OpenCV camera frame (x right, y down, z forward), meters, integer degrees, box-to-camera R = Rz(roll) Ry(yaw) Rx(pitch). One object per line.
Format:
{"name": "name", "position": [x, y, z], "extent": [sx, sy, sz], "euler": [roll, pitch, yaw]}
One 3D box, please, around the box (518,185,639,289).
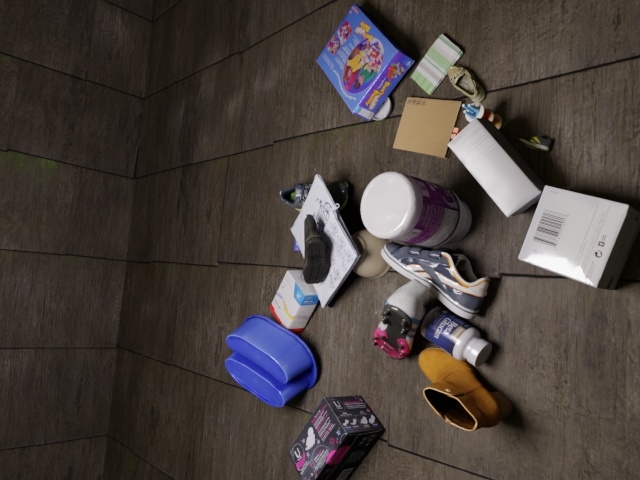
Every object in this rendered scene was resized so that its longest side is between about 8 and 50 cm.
{"name": "box", "position": [0.567, -0.007, 1.094], "extent": [0.182, 0.119, 0.180], "euler": [25, 102, 45]}

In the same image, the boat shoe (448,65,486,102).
{"name": "boat shoe", "position": [0.401, -0.442, 1.393], "extent": [0.056, 0.048, 0.152], "euler": [-46, 53, 31]}

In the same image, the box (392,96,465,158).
{"name": "box", "position": [0.316, -0.339, 1.484], "extent": [0.201, 0.021, 0.164], "euler": [23, 100, 46]}

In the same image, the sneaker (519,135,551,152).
{"name": "sneaker", "position": [0.535, -0.245, 1.238], "extent": [0.083, 0.031, 0.035], "euler": [35, 95, 39]}

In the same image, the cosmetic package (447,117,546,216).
{"name": "cosmetic package", "position": [0.435, -0.177, 1.215], "extent": [0.238, 0.127, 0.107], "euler": [52, 121, 15]}

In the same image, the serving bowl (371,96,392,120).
{"name": "serving bowl", "position": [0.200, -0.427, 1.615], "extent": [0.083, 0.027, 0.083], "euler": [-10, 76, 46]}

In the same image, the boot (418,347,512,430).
{"name": "boot", "position": [0.311, 0.356, 1.236], "extent": [0.295, 0.211, 0.104], "euler": [29, 104, 45]}

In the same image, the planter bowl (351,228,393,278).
{"name": "planter bowl", "position": [0.134, 0.037, 1.549], "extent": [0.162, 0.109, 0.161], "euler": [-9, 78, 45]}

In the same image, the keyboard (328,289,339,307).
{"name": "keyboard", "position": [0.038, 0.128, 1.700], "extent": [0.108, 0.023, 0.180], "euler": [34, 107, 37]}

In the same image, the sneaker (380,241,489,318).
{"name": "sneaker", "position": [0.312, 0.068, 1.349], "extent": [0.321, 0.126, 0.127], "euler": [37, 115, 32]}

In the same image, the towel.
{"name": "towel", "position": [0.346, -0.523, 1.489], "extent": [0.152, 0.023, 0.113], "euler": [-53, 48, 29]}

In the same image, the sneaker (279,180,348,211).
{"name": "sneaker", "position": [-0.024, -0.152, 1.737], "extent": [0.300, 0.121, 0.110], "euler": [-6, 79, 46]}

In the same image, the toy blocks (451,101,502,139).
{"name": "toy blocks", "position": [0.392, -0.300, 1.306], "extent": [0.123, 0.148, 0.054], "euler": [-46, 52, 31]}

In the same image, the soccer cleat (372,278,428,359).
{"name": "soccer cleat", "position": [0.230, 0.221, 1.367], "extent": [0.116, 0.143, 0.331], "euler": [36, 155, 18]}

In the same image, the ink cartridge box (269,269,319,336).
{"name": "ink cartridge box", "position": [-0.099, 0.233, 1.767], "extent": [0.134, 0.078, 0.230], "euler": [51, 127, 39]}

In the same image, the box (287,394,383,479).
{"name": "box", "position": [0.043, 0.605, 1.511], "extent": [0.247, 0.164, 0.142], "euler": [-60, 44, 21]}

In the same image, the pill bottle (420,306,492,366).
{"name": "pill bottle", "position": [0.352, 0.251, 1.294], "extent": [0.169, 0.094, 0.094], "euler": [32, 107, 42]}

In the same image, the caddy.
{"name": "caddy", "position": [-0.170, 0.407, 1.730], "extent": [0.342, 0.179, 0.241], "euler": [27, 125, 26]}

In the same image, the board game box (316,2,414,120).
{"name": "board game box", "position": [0.135, -0.595, 1.652], "extent": [0.233, 0.078, 0.347], "euler": [-50, 46, 29]}

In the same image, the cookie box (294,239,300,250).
{"name": "cookie box", "position": [-0.048, -0.015, 1.798], "extent": [0.092, 0.040, 0.107], "euler": [-1, 83, 47]}

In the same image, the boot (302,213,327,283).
{"name": "boot", "position": [-0.023, 0.029, 1.573], "extent": [0.137, 0.077, 0.197], "euler": [-103, 17, -47]}

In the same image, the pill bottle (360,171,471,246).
{"name": "pill bottle", "position": [0.260, -0.072, 1.293], "extent": [0.169, 0.302, 0.169], "euler": [-9, 78, 45]}

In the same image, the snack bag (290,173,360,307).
{"name": "snack bag", "position": [0.000, 0.000, 1.613], "extent": [0.342, 0.037, 0.323], "euler": [66, 150, 27]}
